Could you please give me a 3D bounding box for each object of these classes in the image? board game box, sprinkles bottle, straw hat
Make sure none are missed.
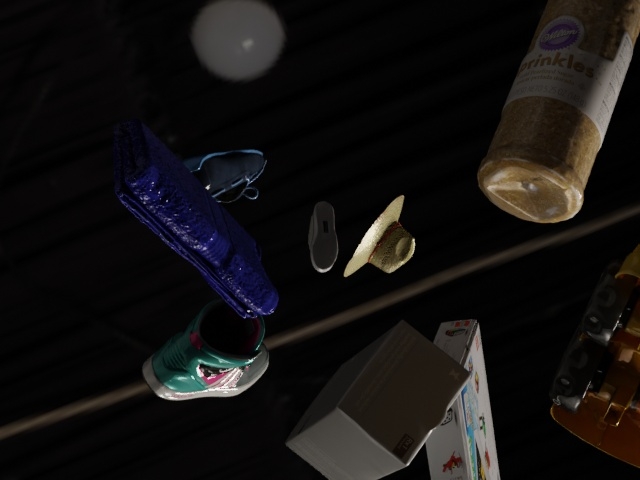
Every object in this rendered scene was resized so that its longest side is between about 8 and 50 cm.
[{"bbox_3d":[0.177,0.273,1.811,0.193,0.053,0.305,-52,135,-68],"label":"board game box"},{"bbox_3d":[0.287,-0.192,1.682,0.121,0.121,0.355,69,39,-53],"label":"sprinkles bottle"},{"bbox_3d":[0.100,0.011,2.129,0.061,0.144,0.144,37,-8,11],"label":"straw hat"}]

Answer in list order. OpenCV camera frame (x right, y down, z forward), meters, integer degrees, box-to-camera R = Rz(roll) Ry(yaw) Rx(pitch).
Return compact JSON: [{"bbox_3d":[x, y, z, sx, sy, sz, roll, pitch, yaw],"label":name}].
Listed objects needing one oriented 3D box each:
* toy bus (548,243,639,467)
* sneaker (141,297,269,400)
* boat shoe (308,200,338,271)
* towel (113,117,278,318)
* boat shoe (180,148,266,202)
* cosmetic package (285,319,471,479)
[{"bbox_3d":[0.296,0.051,1.177,0.149,0.211,0.220,25,-36,12],"label":"toy bus"},{"bbox_3d":[-0.146,0.171,2.480,0.295,0.178,0.124,-8,62,-56],"label":"sneaker"},{"bbox_3d":[0.000,0.000,1.905,0.035,0.035,0.100,122,-30,-56],"label":"boat shoe"},{"bbox_3d":[-0.193,-0.029,2.180,0.308,0.076,0.228,48,7,-25],"label":"towel"},{"bbox_3d":[-0.172,-0.104,2.544,0.258,0.109,0.089,-15,93,-62],"label":"boat shoe"},{"bbox_3d":[0.057,0.183,1.594,0.107,0.127,0.238,38,-24,1],"label":"cosmetic package"}]
